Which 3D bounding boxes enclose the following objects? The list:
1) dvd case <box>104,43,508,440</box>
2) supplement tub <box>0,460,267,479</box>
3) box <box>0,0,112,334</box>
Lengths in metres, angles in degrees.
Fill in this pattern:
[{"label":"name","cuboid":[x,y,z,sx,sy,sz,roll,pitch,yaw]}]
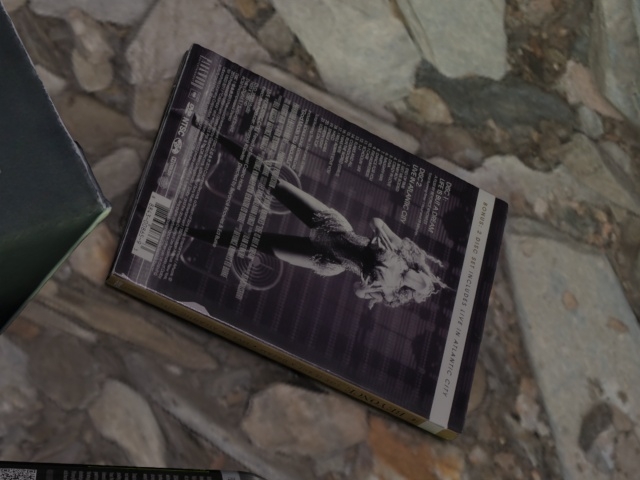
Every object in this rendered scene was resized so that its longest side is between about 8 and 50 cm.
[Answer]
[{"label":"dvd case","cuboid":[0.000,0.000,0.993,0.221,0.018,0.165,26,56,-16]},{"label":"supplement tub","cuboid":[-0.087,0.159,0.778,0.190,0.117,0.117,3,64,-7]},{"label":"box","cuboid":[-0.343,-0.044,0.702,0.395,0.212,0.294,-20,78,-34]}]
